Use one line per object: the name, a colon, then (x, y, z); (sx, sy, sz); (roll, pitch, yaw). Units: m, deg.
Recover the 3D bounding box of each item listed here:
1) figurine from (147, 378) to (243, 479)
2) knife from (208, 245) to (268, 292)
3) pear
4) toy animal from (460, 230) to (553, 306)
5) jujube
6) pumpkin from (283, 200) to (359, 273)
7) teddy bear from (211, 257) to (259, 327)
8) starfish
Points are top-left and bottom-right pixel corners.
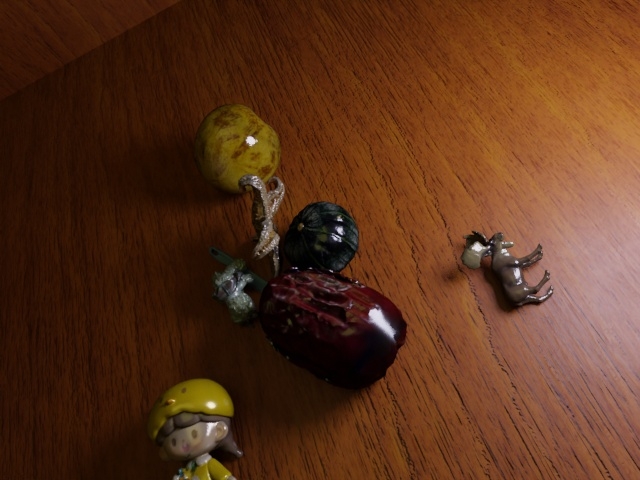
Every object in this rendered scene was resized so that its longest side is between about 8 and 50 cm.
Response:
figurine: (-0.303, 0.510, 1.161); (0.215, 0.187, 0.343); (-15, 64, 2)
knife: (-0.238, 0.095, 1.457); (0.313, 0.019, 0.044); (29, 83, 30)
pear: (-0.264, -0.282, 1.524); (0.281, 0.280, 0.280); (-9, 60, 16)
toy animal: (0.447, 0.058, 1.175); (0.186, 0.094, 0.214); (-17, 66, 21)
jujube: (0.030, 0.207, 1.169); (0.377, 0.258, 0.258); (22, 72, 35)
pumpkin: (0.000, 0.000, 1.317); (0.221, 0.162, 0.220); (-33, 38, 31)
teddy bear: (-0.250, 0.143, 1.372); (0.133, 0.111, 0.213); (-41, 55, 16)
starfish: (-0.154, -0.041, 1.346); (0.113, 0.303, 0.311); (-3, 71, -1)
